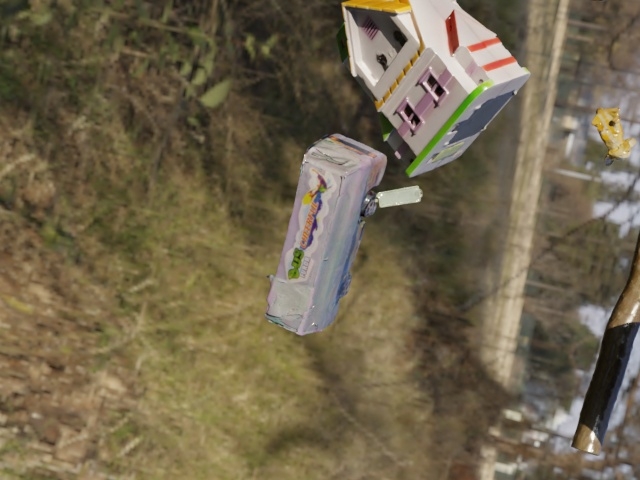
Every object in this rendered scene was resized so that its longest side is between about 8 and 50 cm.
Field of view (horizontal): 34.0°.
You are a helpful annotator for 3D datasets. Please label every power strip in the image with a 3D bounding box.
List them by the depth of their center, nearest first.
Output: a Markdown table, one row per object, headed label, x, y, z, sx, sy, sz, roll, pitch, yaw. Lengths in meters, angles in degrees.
| label | x | y | z | sx | sy | sz | roll | pitch | yaw |
| --- | --- | --- | --- | --- | --- | --- | --- | --- | --- |
| power strip | 0.125 | -0.071 | 1.706 | 0.017 | 0.083 | 0.027 | 177 | -96 | -79 |

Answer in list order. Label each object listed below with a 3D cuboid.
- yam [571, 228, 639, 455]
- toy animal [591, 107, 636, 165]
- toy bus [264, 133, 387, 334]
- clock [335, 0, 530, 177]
| label | x | y | z | sx | sy | sz | roll | pitch | yaw |
| --- | --- | --- | --- | --- | --- | --- | --- | --- | --- |
| yam | 0.372 | 0.102 | 1.270 | 0.045 | 0.045 | 0.326 | 58 | 51 | -74 |
| toy animal | 0.459 | -0.162 | 1.646 | 0.083 | 0.060 | 0.081 | 55 | 7 | -33 |
| toy bus | 0.000 | 0.000 | 1.632 | 0.138 | 0.113 | 0.316 | -30 | 139 | -58 |
| clock | 0.156 | -0.302 | 1.696 | 0.166 | 0.309 | 0.235 | -25 | 162 | -40 |
